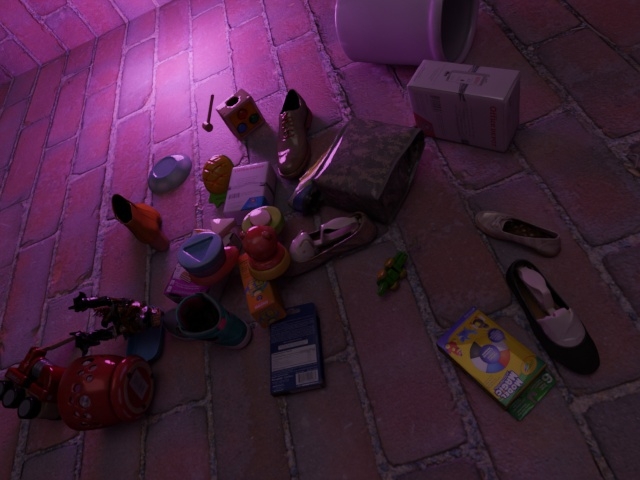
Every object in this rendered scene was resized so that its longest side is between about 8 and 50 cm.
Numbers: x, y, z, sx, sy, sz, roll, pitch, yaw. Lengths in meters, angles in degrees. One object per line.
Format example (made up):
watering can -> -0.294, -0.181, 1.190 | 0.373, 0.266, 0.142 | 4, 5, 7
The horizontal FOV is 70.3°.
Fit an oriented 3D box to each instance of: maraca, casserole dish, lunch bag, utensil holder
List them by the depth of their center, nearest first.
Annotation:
lunch bag -> 0.150, -0.223, 1.327 | 0.235, 0.169, 0.287 | 20, 72, 32
casserole dish -> -0.512, 0.284, 1.347 | 0.114, 0.037, 0.189 | -14, 55, 13
utensil holder -> 0.289, -0.754, 1.530 | 0.385, 0.328, 0.328 | 16, 65, 33
maraca -> -0.348, -0.206, 1.570 | 0.127, 0.099, 0.186 | -12, 81, 18

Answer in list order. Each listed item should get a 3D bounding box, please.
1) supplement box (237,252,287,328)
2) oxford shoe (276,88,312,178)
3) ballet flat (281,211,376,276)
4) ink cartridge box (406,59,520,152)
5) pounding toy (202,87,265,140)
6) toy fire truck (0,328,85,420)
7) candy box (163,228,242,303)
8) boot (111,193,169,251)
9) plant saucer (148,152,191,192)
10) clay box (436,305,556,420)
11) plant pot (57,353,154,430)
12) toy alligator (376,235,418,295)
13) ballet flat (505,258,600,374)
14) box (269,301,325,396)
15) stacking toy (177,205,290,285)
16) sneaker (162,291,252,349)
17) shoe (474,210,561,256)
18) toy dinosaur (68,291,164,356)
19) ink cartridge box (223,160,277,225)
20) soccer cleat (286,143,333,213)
supplement box -> -0.166, 0.126, 1.261 | 0.077, 0.080, 0.234 | -29, 44, 1
oxford shoe -> -0.108, -0.367, 1.550 | 0.122, 0.130, 0.349 | -10, 55, 16
ballet flat -> 0.000, 0.000, 1.279 | 0.315, 0.106, 0.108 | -26, 52, 5
ink cartridge box -> 0.412, -0.384, 1.300 | 0.282, 0.207, 0.117 | 22, 70, 32
pounding toy -> -0.333, -0.455, 1.670 | 0.206, 0.181, 0.094 | -40, 53, -6
toy fire truck -> -0.799, 0.381, 1.350 | 0.216, 0.158, 0.247 | 12, 74, 29
candy box -> -0.356, 0.082, 1.393 | 0.159, 0.071, 0.234 | 4, 59, 24
boot -> -0.629, -0.096, 1.536 | 0.104, 0.211, 0.295 | -41, 52, -8
plant saucer -> -0.589, -0.272, 1.747 | 0.194, 0.037, 0.195 | -11, 54, 16
clay box -> 0.377, 0.261, 0.985 | 0.127, 0.053, 0.222 | -43, 52, -8
plant pot -> -0.553, 0.395, 1.196 | 0.173, 0.191, 0.191 | -7, 56, 12
toy alligator -> 0.194, 0.067, 1.193 | 0.190, 0.056, 0.051 | -55, 15, -17
ballet flat -> 0.490, 0.153, 0.982 | 0.095, 0.096, 0.281 | -28, 52, 3
box -> -0.064, 0.275, 1.167 | 0.136, 0.037, 0.226 | -15, 53, 13
stacking toy -> -0.243, -0.021, 1.279 | 0.308, 0.131, 0.280 | -9, 45, 11
sneaker -> -0.350, 0.213, 1.237 | 0.295, 0.178, 0.124 | 4, 60, 25
shoe -> 0.487, -0.031, 1.129 | 0.218, 0.058, 0.077 | 27, 72, 34
toy dinosaur -> -0.580, 0.227, 1.297 | 0.321, 0.218, 0.165 | -30, 73, 41
ink cartridge box -> -0.227, -0.155, 1.491 | 0.139, 0.082, 0.191 | -7, 54, 18
soccer cleat -> -0.008, -0.211, 1.433 | 0.121, 0.093, 0.289 | 15, 65, 37
